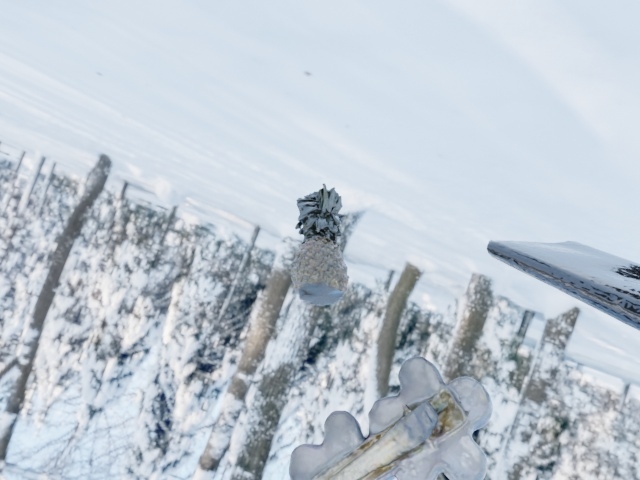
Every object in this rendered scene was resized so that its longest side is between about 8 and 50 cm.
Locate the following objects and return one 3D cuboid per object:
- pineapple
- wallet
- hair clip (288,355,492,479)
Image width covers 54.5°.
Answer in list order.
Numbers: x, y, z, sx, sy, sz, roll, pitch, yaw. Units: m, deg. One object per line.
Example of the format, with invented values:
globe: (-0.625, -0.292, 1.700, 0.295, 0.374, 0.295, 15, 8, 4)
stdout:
pineapple: (0.000, 0.000, 0.768, 0.074, 0.159, 0.074, 0, 146, 0)
wallet: (0.336, 0.062, 0.633, 0.171, 0.044, 0.321, -3, -162, -32)
hair clip: (0.073, 0.234, 0.679, 0.075, 0.257, 0.146, 9, -136, -57)
